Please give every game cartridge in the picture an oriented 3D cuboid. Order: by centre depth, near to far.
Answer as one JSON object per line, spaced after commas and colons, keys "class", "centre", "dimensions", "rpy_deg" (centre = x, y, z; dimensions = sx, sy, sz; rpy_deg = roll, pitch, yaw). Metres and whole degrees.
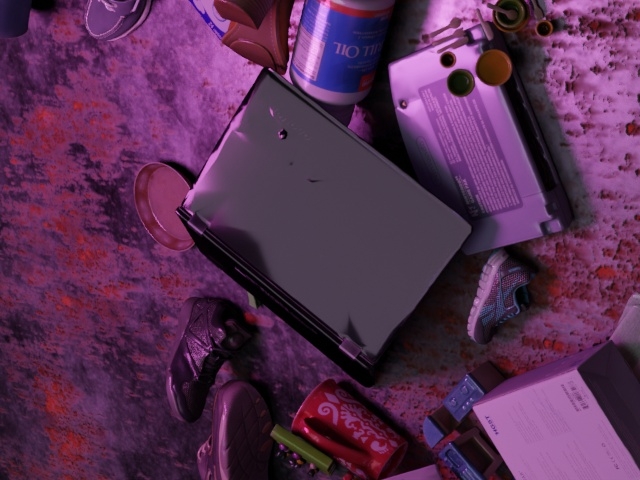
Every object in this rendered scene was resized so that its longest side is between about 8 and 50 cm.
{"class": "game cartridge", "centre": [0.210, -0.133, 1.689], "dimensions": [0.198, 0.062, 0.297], "rpy_deg": [-15, 100, 50]}

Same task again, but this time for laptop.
{"class": "laptop", "centre": [0.000, 0.000, 1.881], "dimensions": [0.382, 0.236, 0.408], "rpy_deg": [39, 171, 10]}

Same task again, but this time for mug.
{"class": "mug", "centre": [0.041, 0.331, 2.017], "dimensions": [0.169, 0.150, 0.113], "rpy_deg": [34, 135, 20]}

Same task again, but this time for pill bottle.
{"class": "pill bottle", "centre": [0.024, -0.269, 1.740], "dimensions": [0.124, 0.124, 0.222], "rpy_deg": [35, 132, 25]}

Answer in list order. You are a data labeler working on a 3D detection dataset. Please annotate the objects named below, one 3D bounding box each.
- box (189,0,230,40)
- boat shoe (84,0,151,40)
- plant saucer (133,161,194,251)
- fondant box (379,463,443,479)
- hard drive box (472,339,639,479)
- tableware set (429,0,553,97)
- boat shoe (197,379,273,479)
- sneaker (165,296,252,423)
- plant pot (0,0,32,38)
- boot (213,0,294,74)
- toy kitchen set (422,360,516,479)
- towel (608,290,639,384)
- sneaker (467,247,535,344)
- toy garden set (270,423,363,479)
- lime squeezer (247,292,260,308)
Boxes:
{"class": "box", "centre": [-0.135, -0.397, 1.861], "dimensions": [0.126, 0.072, 0.137], "rpy_deg": [52, 135, 9]}
{"class": "boat shoe", "centre": [-0.326, -0.430, 2.000], "dimensions": [0.116, 0.099, 0.319], "rpy_deg": [56, 136, 5]}
{"class": "plant saucer", "centre": [-0.266, -0.063, 2.181], "dimensions": [0.168, 0.029, 0.168], "rpy_deg": [21, 124, 34]}
{"class": "fondant box", "centre": [0.065, 0.496, 1.940], "dimensions": [0.330, 0.238, 0.096], "rpy_deg": [99, 153, -52]}
{"class": "hard drive box", "centre": [0.347, 0.260, 1.694], "dimensions": [0.181, 0.089, 0.232], "rpy_deg": [59, 143, 1]}
{"class": "tableware set", "centre": [0.223, -0.253, 1.578], "dimensions": [0.154, 0.024, 0.104], "rpy_deg": [-23, 94, 11]}
{"class": "boat shoe", "centre": [-0.171, 0.412, 2.261], "dimensions": [0.130, 0.132, 0.355], "rpy_deg": [18, 120, 36]}
{"class": "sneaker", "centre": [-0.197, 0.209, 2.161], "dimensions": [0.130, 0.087, 0.228], "rpy_deg": [-3, 68, 38]}
{"class": "plant pot", "centre": [-0.619, -0.514, 2.111], "dimensions": [0.293, 0.293, 0.235], "rpy_deg": [32, 112, 27]}
{"class": "boot", "centre": [-0.060, -0.373, 1.735], "dimensions": [0.109, 0.220, 0.283], "rpy_deg": [23, 169, 18]}
{"class": "toy kitchen set", "centre": [0.249, 0.318, 1.829], "dimensions": [0.207, 0.122, 0.166], "rpy_deg": [48, 135, 14]}
{"class": "towel", "centre": [0.502, 0.242, 1.619], "dimensions": [0.325, 0.038, 0.248], "rpy_deg": [39, 133, 22]}
{"class": "sneaker", "centre": [0.260, 0.091, 1.752], "dimensions": [0.076, 0.065, 0.166], "rpy_deg": [26, 132, 21]}
{"class": "toy garden set", "centre": [0.007, 0.389, 2.041], "dimensions": [0.203, 0.049, 0.244], "rpy_deg": [31, 170, 9]}
{"class": "lime squeezer", "centre": [-0.119, -0.021, 2.047], "dimensions": [0.110, 0.059, 0.310], "rpy_deg": [39, 131, 22]}
